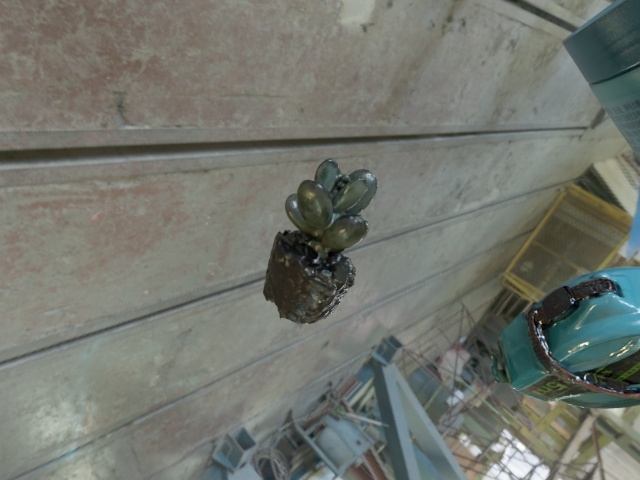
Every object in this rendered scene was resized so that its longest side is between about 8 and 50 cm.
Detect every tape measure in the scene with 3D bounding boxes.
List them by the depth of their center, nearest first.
[{"bbox_3d":[0.222,0.079,0.394,0.146,0.081,0.125,16,134,-14],"label":"tape measure"}]

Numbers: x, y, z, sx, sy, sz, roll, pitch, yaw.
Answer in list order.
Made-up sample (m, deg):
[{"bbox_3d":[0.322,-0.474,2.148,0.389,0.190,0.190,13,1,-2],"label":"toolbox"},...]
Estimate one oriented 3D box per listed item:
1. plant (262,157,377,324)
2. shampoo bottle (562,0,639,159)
[{"bbox_3d":[0.001,0.000,0.837,0.146,0.149,0.274,-32,148,-49],"label":"plant"},{"bbox_3d":[0.476,-0.157,0.489,0.331,0.342,0.331,-35,-176,3],"label":"shampoo bottle"}]
